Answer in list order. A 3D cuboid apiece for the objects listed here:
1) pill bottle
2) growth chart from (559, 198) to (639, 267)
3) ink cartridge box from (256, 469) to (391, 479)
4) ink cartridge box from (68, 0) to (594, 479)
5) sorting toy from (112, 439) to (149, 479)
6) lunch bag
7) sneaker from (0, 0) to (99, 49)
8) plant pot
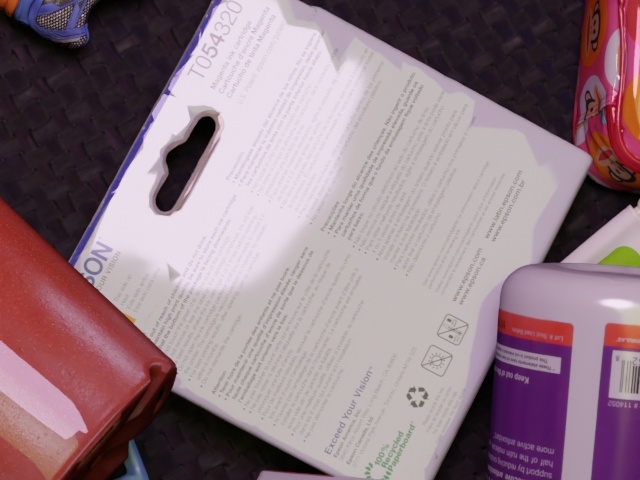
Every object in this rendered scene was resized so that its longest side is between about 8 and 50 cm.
[{"bbox_3d":[0.214,0.182,1.315,0.181,0.181,0.323,4,93,-6],"label":"pill bottle"},{"bbox_3d":[0.283,0.084,1.398,0.237,0.021,0.172,42,101,10],"label":"growth chart"},{"bbox_3d":[0.000,0.257,1.324,0.109,0.063,0.150,4,103,4],"label":"ink cartridge box"},{"bbox_3d":[0.000,0.000,1.393,0.330,0.071,0.324,28,81,0],"label":"ink cartridge box"},{"bbox_3d":[-0.301,0.218,1.334,0.347,0.047,0.196,-6,82,-7],"label":"sorting toy"},{"bbox_3d":[0.346,-0.175,1.442,0.258,0.120,0.293,4,82,-10],"label":"lunch bag"},{"bbox_3d":[-0.160,-0.242,1.417,0.221,0.083,0.087,-45,102,-6],"label":"sneaker"},{"bbox_3d":[-0.263,0.086,1.231,0.265,0.272,0.272,38,79,7],"label":"plant pot"}]
